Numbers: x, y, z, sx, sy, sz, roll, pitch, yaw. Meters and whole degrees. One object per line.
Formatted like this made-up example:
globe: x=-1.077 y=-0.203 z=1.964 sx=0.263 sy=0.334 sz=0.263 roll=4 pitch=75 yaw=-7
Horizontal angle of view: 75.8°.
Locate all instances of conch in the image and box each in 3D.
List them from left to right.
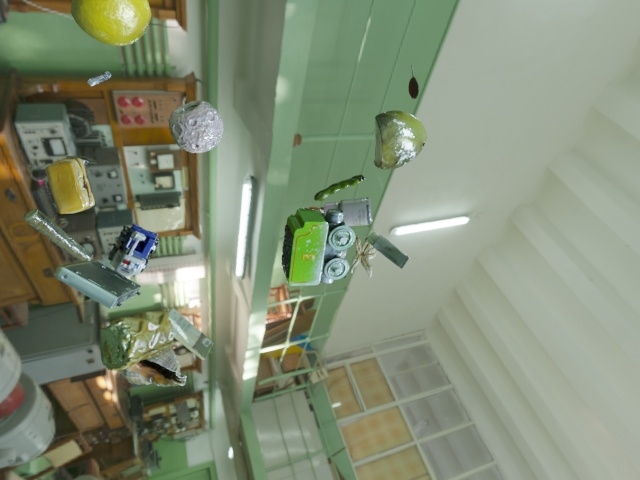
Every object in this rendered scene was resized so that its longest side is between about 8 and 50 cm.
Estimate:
conch: x=-0.804 y=0.577 z=1.993 sx=0.297 sy=0.353 sz=0.209 roll=89 pitch=6 yaw=-52

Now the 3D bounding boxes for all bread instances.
bread: x=-0.906 y=-0.199 z=1.483 sx=0.077 sy=0.116 sz=0.200 roll=-135 pitch=-149 yaw=-86
bread: x=-0.746 y=0.401 z=1.684 sx=0.196 sy=0.252 sz=0.238 roll=9 pitch=-74 yaw=26

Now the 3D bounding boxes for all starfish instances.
starfish: x=0.227 y=0.085 z=2.171 sx=0.216 sy=0.238 sz=0.071 roll=49 pitch=-27 yaw=3

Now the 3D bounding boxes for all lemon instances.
lemon: x=-0.705 y=-0.790 z=1.416 sx=0.240 sy=0.219 sz=0.240 roll=-41 pitch=-147 yaw=35

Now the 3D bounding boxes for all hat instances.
hat: x=-1.081 y=-0.354 z=1.854 sx=0.121 sy=0.121 sz=0.050 roll=36 pitch=-66 yaw=62

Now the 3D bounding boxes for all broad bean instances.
broad bean: x=0.083 y=-0.235 z=1.825 sx=0.052 sy=0.257 sz=0.052 roll=54 pitch=24 yaw=-38

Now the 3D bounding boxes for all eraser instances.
eraser: x=-0.897 y=-0.656 z=1.668 sx=0.027 sy=0.099 sz=0.019 roll=40 pitch=-36 yaw=3

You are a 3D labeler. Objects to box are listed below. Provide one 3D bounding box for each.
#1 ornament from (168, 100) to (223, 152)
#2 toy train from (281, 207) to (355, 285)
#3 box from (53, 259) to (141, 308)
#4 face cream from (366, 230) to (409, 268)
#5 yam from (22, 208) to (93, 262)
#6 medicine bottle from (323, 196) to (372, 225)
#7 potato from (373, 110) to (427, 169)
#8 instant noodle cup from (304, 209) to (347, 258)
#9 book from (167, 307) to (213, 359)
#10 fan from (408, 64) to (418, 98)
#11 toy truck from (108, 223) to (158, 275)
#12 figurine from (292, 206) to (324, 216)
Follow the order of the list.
ornament: x=-0.602 y=-0.550 z=2.017 sx=0.259 sy=0.260 sz=0.225 roll=53 pitch=-14 yaw=51
toy train: x=-0.015 y=0.022 z=1.529 sx=0.173 sy=0.249 sz=0.306 roll=-119 pitch=-147 yaw=-59
box: x=-0.691 y=0.133 z=1.309 sx=0.045 sy=0.211 sz=0.270 roll=-58 pitch=-173 yaw=-4
face cream: x=0.335 y=0.045 z=2.043 sx=0.224 sy=0.070 sz=0.114 roll=43 pitch=-30 yaw=17
yam: x=-0.959 y=-0.009 z=1.518 sx=0.274 sy=0.061 sz=0.061 roll=60 pitch=-2 yaw=-43
medicine bottle: x=0.164 y=-0.163 z=2.429 sx=0.165 sy=0.274 sz=0.164 roll=-6 pitch=90 yaw=-80
potato: x=0.307 y=-0.428 z=1.740 sx=0.270 sy=0.255 sz=0.111 roll=-34 pitch=-124 yaw=18
instant noodle cup: x=0.000 y=0.000 z=1.980 sx=0.243 sy=0.232 sz=0.242 roll=-164 pitch=-90 yaw=-75
book: x=-0.668 y=0.465 z=2.061 sx=0.289 sy=0.026 sz=0.201 roll=43 pitch=6 yaw=-7
fan: x=0.377 y=-0.644 z=1.671 sx=0.085 sy=0.005 sz=0.133 roll=-132 pitch=-150 yaw=-64
toy truck: x=-0.782 y=0.048 z=1.726 sx=0.213 sy=0.161 sz=0.177 roll=-62 pitch=-150 yaw=2
figurine: x=-0.016 y=-0.128 z=2.671 sx=0.319 sy=0.324 sz=0.195 roll=-92 pitch=165 yaw=-49
